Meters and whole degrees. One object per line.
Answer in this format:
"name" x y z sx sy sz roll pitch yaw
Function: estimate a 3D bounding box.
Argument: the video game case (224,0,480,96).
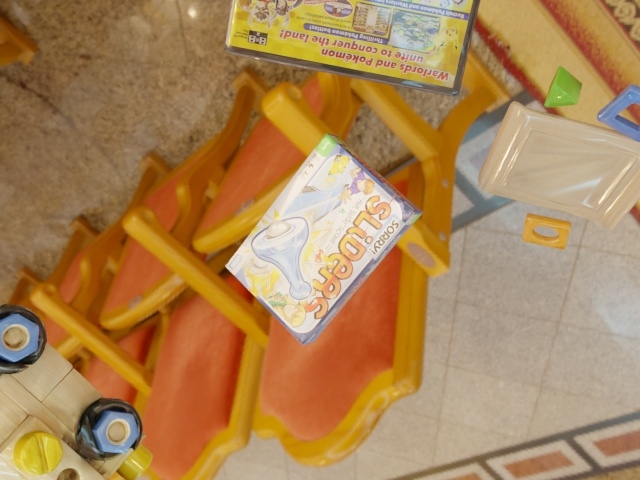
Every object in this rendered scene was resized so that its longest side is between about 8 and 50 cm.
"video game case" 0.046 -0.309 0.840 0.275 0.035 0.248 11 105 1

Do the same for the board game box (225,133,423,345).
"board game box" 0.000 0.000 0.852 0.136 0.035 0.201 43 108 16

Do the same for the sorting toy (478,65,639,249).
"sorting toy" 0.318 -0.100 0.972 0.196 0.047 0.347 19 151 6

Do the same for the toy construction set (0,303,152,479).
"toy construction set" -0.235 0.170 0.516 0.151 0.215 0.327 5 136 45
